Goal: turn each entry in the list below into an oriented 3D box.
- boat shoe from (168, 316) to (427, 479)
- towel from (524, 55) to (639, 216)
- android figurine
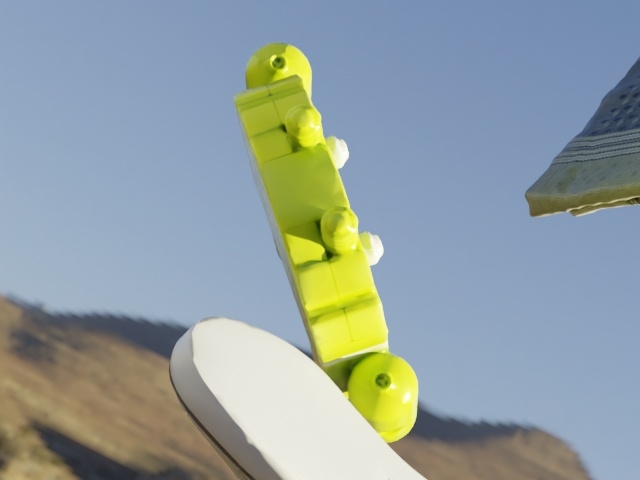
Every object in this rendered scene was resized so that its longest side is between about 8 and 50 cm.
[{"bbox_3d":[0.004,0.152,1.015,0.267,0.096,0.088,40,-59,-22],"label":"boat shoe"},{"bbox_3d":[0.361,-0.124,1.477,0.324,0.312,0.056,-6,-55,50],"label":"towel"},{"bbox_3d":[0.000,0.000,1.094,0.056,0.248,0.273,-18,-18,-4],"label":"android figurine"}]
